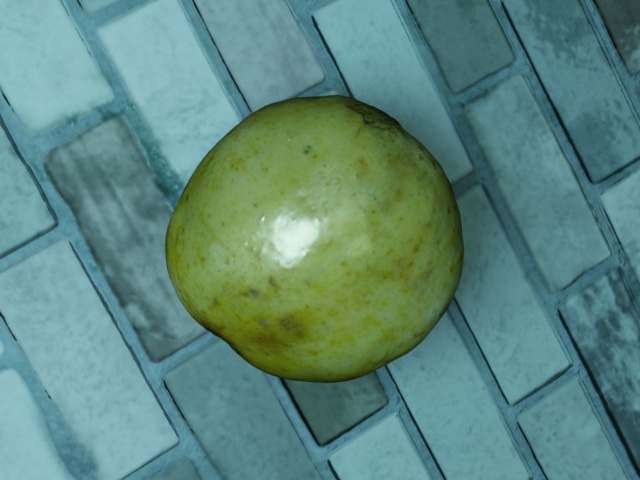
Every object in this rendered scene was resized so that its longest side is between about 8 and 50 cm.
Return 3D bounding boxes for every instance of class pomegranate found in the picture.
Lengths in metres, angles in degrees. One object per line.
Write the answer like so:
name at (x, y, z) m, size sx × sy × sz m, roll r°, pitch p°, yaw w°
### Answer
pomegranate at (0.000, 0.000, 1.133) m, size 0.261 × 0.260 × 0.260 m, roll 0°, pitch 89°, yaw -20°
